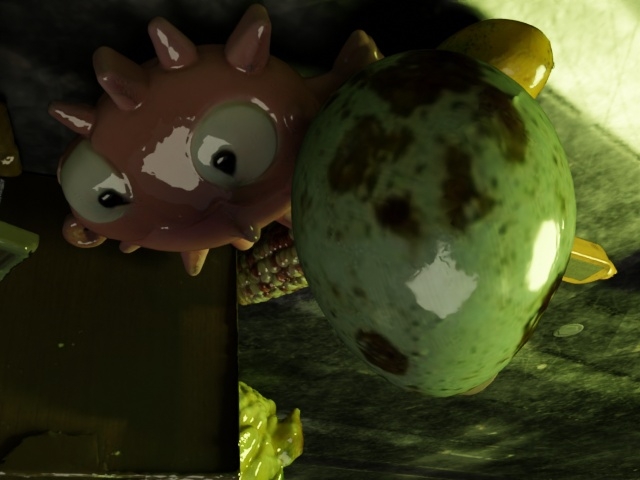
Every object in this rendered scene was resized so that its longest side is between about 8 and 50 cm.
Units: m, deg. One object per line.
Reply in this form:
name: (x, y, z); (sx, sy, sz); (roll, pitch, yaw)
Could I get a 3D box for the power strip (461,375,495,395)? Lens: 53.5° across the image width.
power strip: (0.125, 0.081, 0.661); (0.078, 0.154, 0.154); (11, 144, -20)

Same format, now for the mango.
mango: (0.105, -0.110, 0.444); (0.114, 0.057, 0.079); (-22, 151, 28)

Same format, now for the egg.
egg: (0.068, -0.001, 0.398); (0.169, 0.169, 0.231); (-7, 119, 1)

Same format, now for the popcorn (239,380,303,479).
popcorn: (-0.160, 0.310, 0.903); (0.270, 0.224, 0.258); (-27, 159, 15)

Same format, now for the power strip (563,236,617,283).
power strip: (0.265, 0.018, 0.695); (0.178, 0.028, 0.049); (15, 142, -29)

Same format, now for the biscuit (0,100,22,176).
biscuit: (-0.269, -0.076, 0.466); (0.083, 0.018, 0.081); (3, 147, -14)

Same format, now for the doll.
doll: (-0.073, -0.064, 0.447); (0.262, 0.093, 0.211); (-22, 140, 5)

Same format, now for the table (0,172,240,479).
table: (-0.202, 0.129, 0.584); (0.196, 0.251, 0.282); (7, 144, -20)

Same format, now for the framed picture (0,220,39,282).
framed picture: (-0.331, 0.034, 0.348); (0.289, 0.016, 0.213); (-33, 140, 28)

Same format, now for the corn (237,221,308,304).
corn: (0.000, 0.000, 0.561); (0.237, 0.079, 0.079); (-29, 141, 32)
